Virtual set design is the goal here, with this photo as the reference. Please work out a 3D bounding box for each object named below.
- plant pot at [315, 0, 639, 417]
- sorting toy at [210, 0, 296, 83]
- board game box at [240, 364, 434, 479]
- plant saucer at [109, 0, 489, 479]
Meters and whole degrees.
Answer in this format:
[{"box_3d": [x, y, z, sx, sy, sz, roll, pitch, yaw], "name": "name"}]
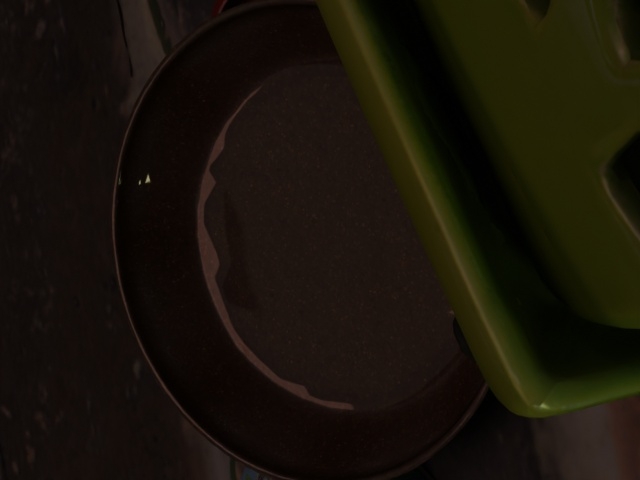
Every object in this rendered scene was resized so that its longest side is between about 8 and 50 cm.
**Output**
[{"box_3d": [0.121, -0.088, 0.433, 0.207, 0.228, 0.227, -46, 61, 52], "name": "plant pot"}, {"box_3d": [-0.012, -0.117, 0.748, 0.061, 0.042, 0.102, 40, 114, 23], "name": "sorting toy"}, {"box_3d": [0.019, 0.138, 0.751, 0.154, 0.026, 0.103, 47, 129, 38], "name": "board game box"}, {"box_3d": [0.000, 0.000, 0.715, 0.198, 0.036, 0.199, 7, 102, 34], "name": "plant saucer"}]
